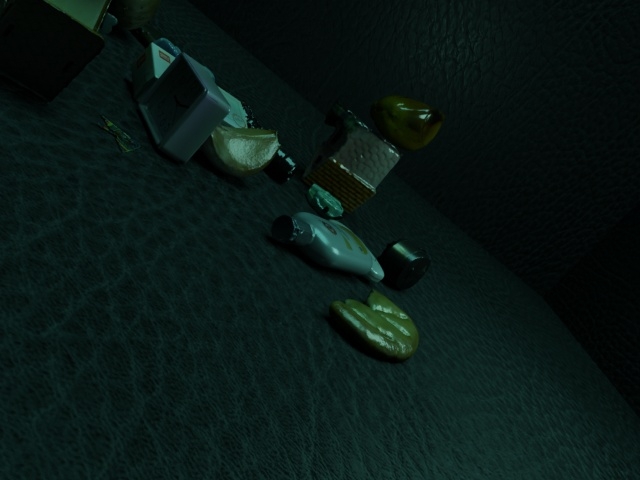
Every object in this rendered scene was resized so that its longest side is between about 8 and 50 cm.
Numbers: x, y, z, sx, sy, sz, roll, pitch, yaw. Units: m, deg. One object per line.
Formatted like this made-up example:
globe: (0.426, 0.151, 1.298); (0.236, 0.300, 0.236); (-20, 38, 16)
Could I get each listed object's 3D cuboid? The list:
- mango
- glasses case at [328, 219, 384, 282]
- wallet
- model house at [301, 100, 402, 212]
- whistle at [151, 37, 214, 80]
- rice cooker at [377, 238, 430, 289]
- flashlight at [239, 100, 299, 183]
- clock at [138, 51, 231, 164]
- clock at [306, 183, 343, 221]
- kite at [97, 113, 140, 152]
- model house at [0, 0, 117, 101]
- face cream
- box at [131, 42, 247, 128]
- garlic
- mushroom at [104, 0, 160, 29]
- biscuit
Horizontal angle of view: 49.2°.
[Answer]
mango: (0.220, -0.326, 1.906); (0.166, 0.136, 0.236); (28, 10, 22)
glasses case: (0.076, 0.023, 1.609); (0.076, 0.049, 0.197); (24, 22, -51)
wallet: (-0.397, -0.499, 1.949); (0.317, 0.044, 0.169); (45, 18, 23)
model house: (0.060, -0.239, 1.997); (0.202, 0.237, 0.237); (31, 13, -32)
whistle: (-0.336, -0.390, 1.676); (0.180, 0.093, 0.269); (67, 17, 0)
rice cooker: (0.205, 0.056, 1.728); (0.106, 0.112, 0.165); (39, 13, 14)
flashlight: (-0.152, -0.243, 1.744); (0.232, 0.093, 0.093); (46, 14, 5)
clock: (-0.264, -0.254, 1.331); (0.063, 0.150, 0.197); (33, 16, -42)
clock: (0.018, -0.088, 1.809); (0.101, 0.041, 0.135); (35, 15, -24)
kite: (-0.341, -0.177, 1.191); (0.090, 0.004, 0.122); (28, 19, -46)
model house: (-0.406, -0.344, 1.070); (0.326, 0.244, 0.169); (7, -19, 46)
face cream: (0.000, 0.000, 1.430); (0.144, 0.071, 0.291); (49, 16, 30)
box: (-0.281, -0.303, 1.533); (0.269, 0.079, 0.135); (28, 32, -40)
garlic: (-0.185, -0.189, 1.446); (0.206, 0.128, 0.115); (11, 74, -53)
mushroom: (-0.547, -0.670, 1.748); (0.290, 0.292, 0.292); (-17, 53, -36)
biscuit: (0.113, 0.160, 1.304); (0.154, 0.045, 0.299); (46, 15, 13)
